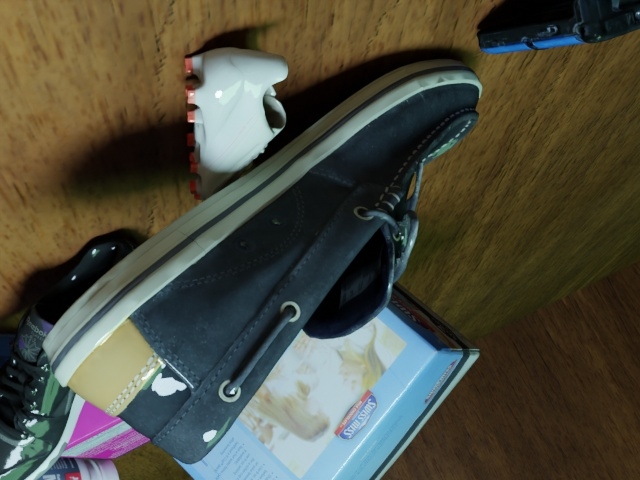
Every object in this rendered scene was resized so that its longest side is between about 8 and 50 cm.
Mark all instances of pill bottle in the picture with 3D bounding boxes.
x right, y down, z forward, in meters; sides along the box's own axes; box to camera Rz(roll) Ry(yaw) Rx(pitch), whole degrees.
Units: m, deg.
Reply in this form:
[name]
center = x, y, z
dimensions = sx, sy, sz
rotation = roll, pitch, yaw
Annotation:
[pill bottle]
center = -0.360, 0.329, 1.289
dimensions = 0.180, 0.108, 0.108
rotation = 5, 146, -42

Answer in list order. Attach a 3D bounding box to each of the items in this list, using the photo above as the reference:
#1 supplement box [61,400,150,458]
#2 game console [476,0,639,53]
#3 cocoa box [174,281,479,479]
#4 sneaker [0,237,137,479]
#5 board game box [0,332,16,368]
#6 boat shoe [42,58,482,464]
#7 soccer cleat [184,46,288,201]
[supplement box]
center = -0.276, 0.205, 1.264
dimensions = 0.114, 0.111, 0.220
rotation = -27, 164, 1
[game console]
center = 0.292, -0.280, 0.825
dimensions = 0.293, 0.173, 0.250
rotation = -21, -166, -21
[cocoa box]
center = 0.003, 0.210, 1.332
dimensions = 0.347, 0.231, 0.228
rotation = -53, 158, 8
[sneaker]
center = -0.266, 0.112, 0.933
dimensions = 0.283, 0.107, 0.124
rotation = -53, 159, -12
[board game box]
center = -0.353, 0.175, 1.057
dimensions = 0.160, 0.047, 0.210
rotation = -55, 160, 7
[boat shoe]
center = 0.000, 0.000, 0.836
dimensions = 0.500, 0.156, 0.187
rotation = -40, 175, -40
[soccer cleat]
center = -0.066, -0.082, 0.775
dimensions = 0.076, 0.068, 0.196
rotation = -3, 157, -8
